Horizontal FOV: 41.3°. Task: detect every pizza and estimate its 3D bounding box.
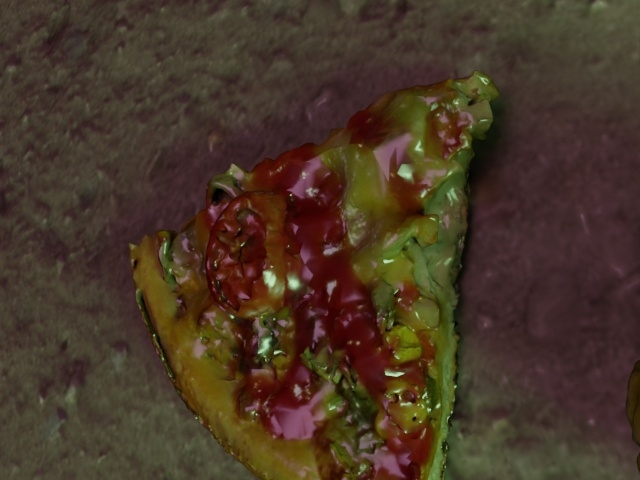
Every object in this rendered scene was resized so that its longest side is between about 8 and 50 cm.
[{"bbox_3d":[0.000,0.000,0.773,0.440,0.130,0.406,37,98,38],"label":"pizza"}]

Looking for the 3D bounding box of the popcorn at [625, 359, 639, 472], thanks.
[{"bbox_3d":[0.313,0.096,0.462,0.270,0.224,0.258,20,102,30],"label":"popcorn"}]
